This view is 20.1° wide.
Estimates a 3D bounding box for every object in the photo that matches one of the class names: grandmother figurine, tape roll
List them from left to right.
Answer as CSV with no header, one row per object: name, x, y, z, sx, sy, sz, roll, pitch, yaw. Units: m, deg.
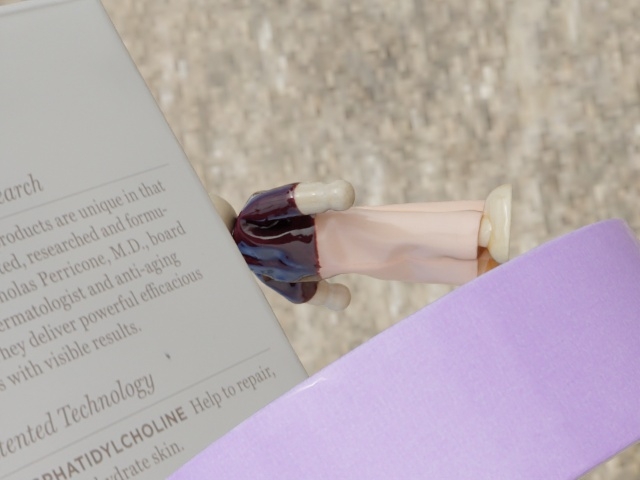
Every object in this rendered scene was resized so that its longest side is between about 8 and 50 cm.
grandmother figurine,0.000,0.000,1.653,0.208,0.342,0.104,89,-174,-48
tape roll,0.045,0.101,0.816,0.090,0.275,0.275,57,152,11

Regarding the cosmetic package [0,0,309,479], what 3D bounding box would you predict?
cosmetic package,-0.257,0.098,1.219,0.329,0.327,0.394,-34,83,39
